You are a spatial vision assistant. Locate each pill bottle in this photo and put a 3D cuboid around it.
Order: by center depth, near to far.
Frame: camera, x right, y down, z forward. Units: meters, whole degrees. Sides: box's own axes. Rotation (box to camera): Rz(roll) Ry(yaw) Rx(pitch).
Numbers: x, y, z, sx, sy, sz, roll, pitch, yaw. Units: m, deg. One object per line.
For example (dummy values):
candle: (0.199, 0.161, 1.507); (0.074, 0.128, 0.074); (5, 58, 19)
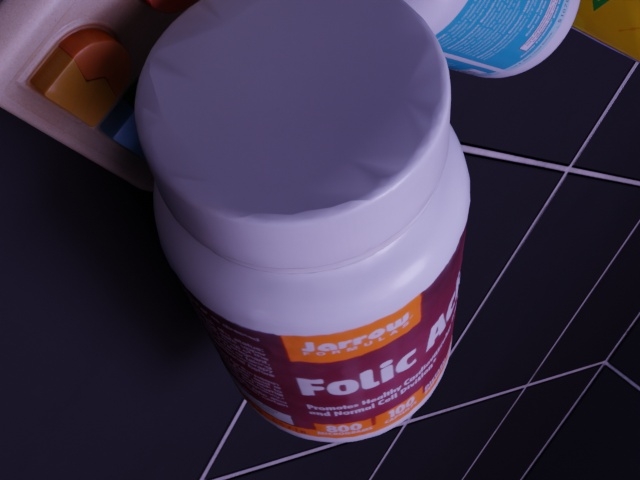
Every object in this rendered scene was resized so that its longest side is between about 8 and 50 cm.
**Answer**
pill bottle: (0.088, -0.212, 0.682); (0.264, 0.146, 0.146); (-2, 126, -53)
pill bottle: (0.000, 0.000, 0.686); (0.224, 0.224, 0.392); (-41, 156, -15)

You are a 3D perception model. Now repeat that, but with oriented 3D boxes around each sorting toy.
sorting toy: (-0.112, -0.137, 0.607); (0.193, 0.038, 0.208); (-50, 150, 1)

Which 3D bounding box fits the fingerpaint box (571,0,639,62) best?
fingerpaint box: (0.402, -0.412, 0.802); (0.445, 0.163, 0.371); (-36, 151, -38)
